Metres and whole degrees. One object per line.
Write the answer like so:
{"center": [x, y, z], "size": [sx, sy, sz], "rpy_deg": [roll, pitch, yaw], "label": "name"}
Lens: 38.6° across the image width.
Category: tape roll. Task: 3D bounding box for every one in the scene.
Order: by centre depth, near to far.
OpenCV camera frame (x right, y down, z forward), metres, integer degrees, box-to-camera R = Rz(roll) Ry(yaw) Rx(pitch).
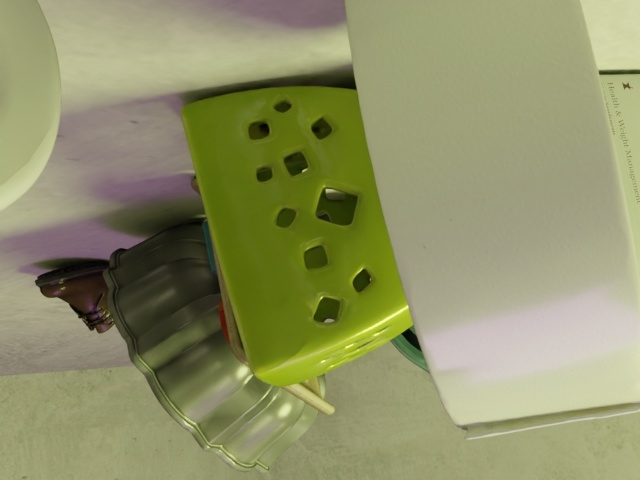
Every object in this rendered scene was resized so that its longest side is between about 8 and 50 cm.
{"center": [0.098, -0.042, 0.502], "size": [0.100, 0.286, 0.286], "rpy_deg": [-12, 169, 12], "label": "tape roll"}

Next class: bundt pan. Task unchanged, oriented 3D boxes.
{"center": [-0.107, 0.109, 1.117], "size": [0.124, 0.330, 0.331], "rpy_deg": [-37, 164, 10], "label": "bundt pan"}

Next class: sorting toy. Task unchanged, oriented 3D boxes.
{"center": [-0.049, 0.084, 1.015], "size": [0.041, 0.229, 0.307], "rpy_deg": [-26, 149, 11], "label": "sorting toy"}

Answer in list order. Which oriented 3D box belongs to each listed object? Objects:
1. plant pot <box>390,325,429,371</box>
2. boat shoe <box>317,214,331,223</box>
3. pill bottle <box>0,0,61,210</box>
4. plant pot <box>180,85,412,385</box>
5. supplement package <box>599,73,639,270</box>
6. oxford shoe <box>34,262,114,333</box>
{"center": [0.250, 0.090, 1.323], "size": [0.341, 0.341, 0.334], "rpy_deg": [-14, 162, 21], "label": "plant pot"}
{"center": [-0.030, 0.025, 1.224], "size": [0.099, 0.116, 0.319], "rpy_deg": [14, 161, -17], "label": "boat shoe"}
{"center": [-0.278, -0.050, 0.440], "size": [0.283, 0.161, 0.161], "rpy_deg": [-16, 168, 31], "label": "pill bottle"}
{"center": [0.025, -0.013, 0.786], "size": [0.207, 0.228, 0.227], "rpy_deg": [-18, 169, 2], "label": "plant pot"}
{"center": [0.309, -0.050, 0.903], "size": [0.203, 0.194, 0.149], "rpy_deg": [-6, 170, -23], "label": "supplement package"}
{"center": [-0.323, 0.084, 1.316], "size": [0.083, 0.096, 0.227], "rpy_deg": [-12, 168, 21], "label": "oxford shoe"}
